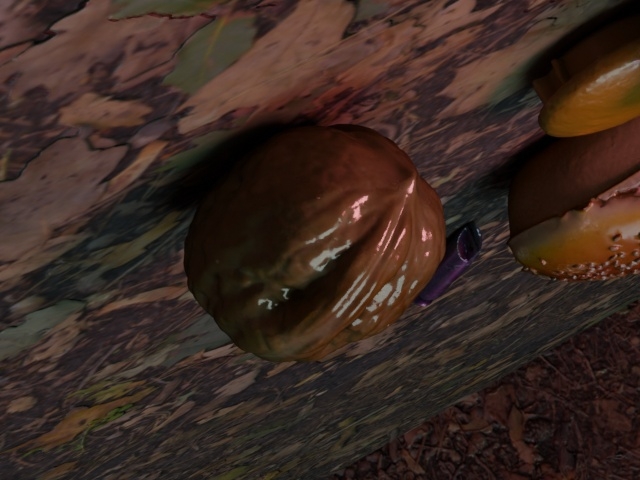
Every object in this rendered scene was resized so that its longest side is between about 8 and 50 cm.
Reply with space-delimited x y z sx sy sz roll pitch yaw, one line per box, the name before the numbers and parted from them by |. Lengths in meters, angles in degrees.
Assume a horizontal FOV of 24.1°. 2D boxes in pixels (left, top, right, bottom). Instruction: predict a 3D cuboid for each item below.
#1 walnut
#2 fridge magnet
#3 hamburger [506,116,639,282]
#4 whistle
walnut | 0.000 0.000 0.988 0.155 0.155 0.184 -11 157 -49
fridge magnet | 0.228 -0.126 1.140 0.143 0.063 0.143 -26 165 -8
hamburger | 0.277 -0.037 1.391 0.236 0.147 0.237 -23 166 -6
whistle | 0.134 0.029 1.599 0.033 0.033 0.176 -21 165 -25
